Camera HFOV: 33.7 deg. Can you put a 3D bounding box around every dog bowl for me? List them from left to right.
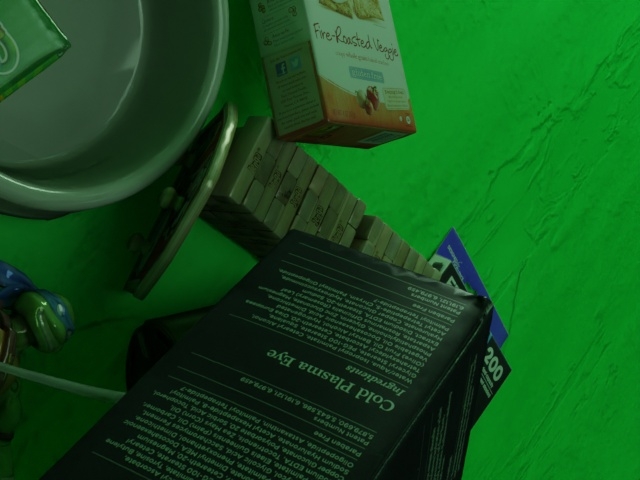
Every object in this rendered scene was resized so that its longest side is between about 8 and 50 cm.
[{"bbox_3d":[-0.220,-0.179,0.844,0.348,0.102,0.349,-10,104,-43],"label":"dog bowl"}]

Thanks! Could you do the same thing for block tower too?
[{"bbox_3d":[0.000,0.000,1.092,0.335,0.097,0.091,41,64,-42],"label":"block tower"}]

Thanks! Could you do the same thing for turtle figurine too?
[{"bbox_3d":[-0.272,0.146,0.753,0.266,0.198,0.275,-26,74,-21],"label":"turtle figurine"}]

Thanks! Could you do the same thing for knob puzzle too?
[{"bbox_3d":[-0.124,-0.041,0.913,0.030,0.213,0.213,28,75,-14],"label":"knob puzzle"}]

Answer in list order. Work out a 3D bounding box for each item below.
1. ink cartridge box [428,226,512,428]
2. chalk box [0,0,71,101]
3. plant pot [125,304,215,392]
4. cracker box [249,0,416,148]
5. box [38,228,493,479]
[{"bbox_3d":[0.164,0.126,1.309,0.208,0.045,0.206,-52,128,-27],"label":"ink cartridge box"},{"bbox_3d":[-0.271,-0.137,0.621,0.289,0.180,0.179,-38,110,-9],"label":"chalk box"},{"bbox_3d":[-0.082,0.127,0.994,0.165,0.167,0.167,-6,101,-37],"label":"plant pot"},{"bbox_3d":[0.006,-0.210,1.019,0.155,0.067,0.232,-3,78,-54],"label":"cracker box"},{"bbox_3d":[-0.031,0.226,0.779,0.312,0.178,0.343,-47,149,-47],"label":"box"}]
